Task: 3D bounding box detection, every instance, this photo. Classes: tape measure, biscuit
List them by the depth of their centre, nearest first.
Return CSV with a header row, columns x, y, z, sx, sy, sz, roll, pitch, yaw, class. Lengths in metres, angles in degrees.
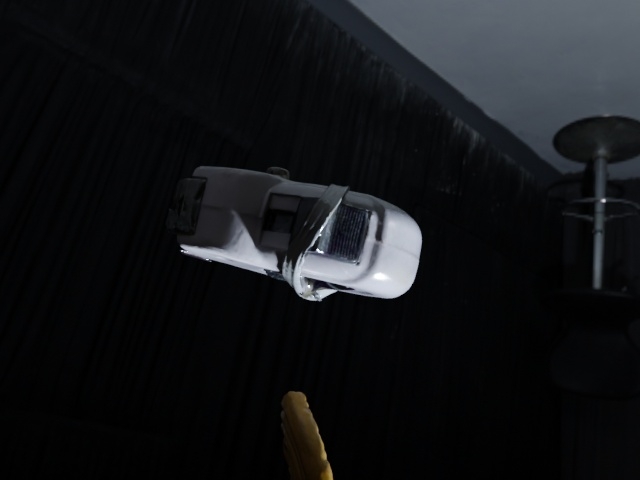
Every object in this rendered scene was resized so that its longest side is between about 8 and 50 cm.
x,y,z,sx,sy,sz,roll,pitch,yaw,class
0.000,0.000,0.573,0.197,0.120,0.236,7,171,35,tape measure
-0.010,0.283,0.641,0.033,0.144,0.224,-15,135,-14,biscuit
